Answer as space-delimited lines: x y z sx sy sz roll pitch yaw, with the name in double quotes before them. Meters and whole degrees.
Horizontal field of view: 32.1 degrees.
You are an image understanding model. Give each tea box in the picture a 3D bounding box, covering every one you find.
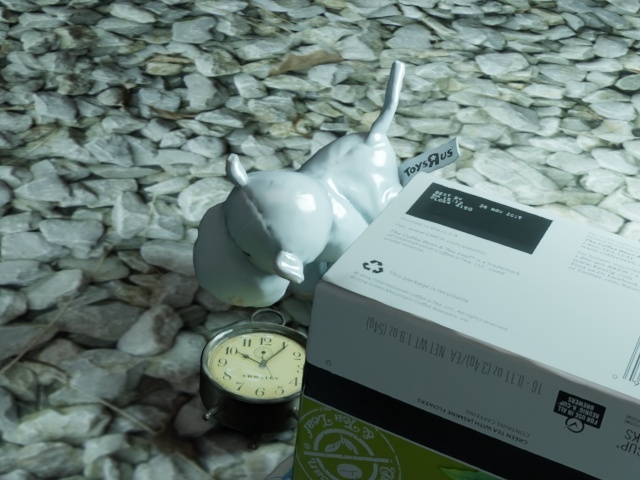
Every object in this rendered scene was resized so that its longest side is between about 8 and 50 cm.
"tea box" 0.169 0.164 0.956 0.328 0.324 0.220 19 36 20

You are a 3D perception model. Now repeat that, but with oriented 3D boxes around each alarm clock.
"alarm clock" -0.062 0.136 1.192 0.129 0.064 0.192 6 37 -1

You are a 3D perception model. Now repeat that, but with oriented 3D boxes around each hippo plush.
"hippo plush" 0.000 0.000 1.209 0.234 0.294 0.236 55 37 5

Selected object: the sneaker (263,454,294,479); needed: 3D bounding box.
"sneaker" -0.073 0.257 1.013 0.082 0.071 0.191 13 34 21
